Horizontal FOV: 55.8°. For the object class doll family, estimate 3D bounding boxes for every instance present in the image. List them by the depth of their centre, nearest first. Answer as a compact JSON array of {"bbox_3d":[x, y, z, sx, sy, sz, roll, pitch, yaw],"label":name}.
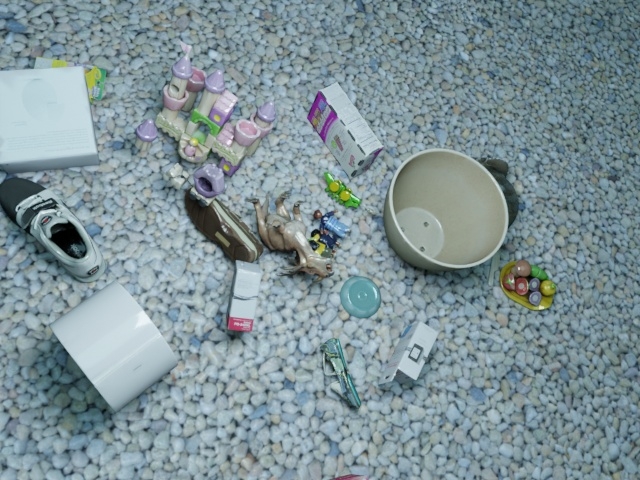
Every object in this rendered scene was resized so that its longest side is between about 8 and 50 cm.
[{"bbox_3d":[0.000,0.000,1.649,0.111,0.076,0.193,31,61,2],"label":"doll family"}]

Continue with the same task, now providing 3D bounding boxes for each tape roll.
[{"bbox_3d":[-0.457,0.234,1.348,0.169,0.246,0.246,-38,84,-24],"label":"tape roll"}]

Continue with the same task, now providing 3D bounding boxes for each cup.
[{"bbox_3d":[0.306,-0.051,1.656,0.331,0.237,0.331,5,70,-13],"label":"cup"}]

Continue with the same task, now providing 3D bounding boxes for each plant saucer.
[{"bbox_3d":[0.113,0.152,1.650,0.119,0.021,0.119,5,70,-13],"label":"plant saucer"}]

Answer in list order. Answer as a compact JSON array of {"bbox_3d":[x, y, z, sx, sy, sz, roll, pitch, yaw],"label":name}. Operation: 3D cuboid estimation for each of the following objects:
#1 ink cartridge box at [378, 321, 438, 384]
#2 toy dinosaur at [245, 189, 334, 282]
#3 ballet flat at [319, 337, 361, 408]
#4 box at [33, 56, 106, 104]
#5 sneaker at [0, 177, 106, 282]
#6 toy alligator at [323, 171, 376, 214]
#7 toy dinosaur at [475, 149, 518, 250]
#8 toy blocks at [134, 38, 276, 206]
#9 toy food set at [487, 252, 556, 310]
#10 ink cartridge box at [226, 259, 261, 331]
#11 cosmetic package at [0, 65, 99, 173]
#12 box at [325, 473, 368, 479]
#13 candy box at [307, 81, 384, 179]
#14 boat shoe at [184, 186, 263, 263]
[{"bbox_3d":[0.228,0.310,1.581,0.060,0.104,0.180,33,67,-3],"label":"ink cartridge box"},{"bbox_3d":[-0.101,-0.008,1.583,0.127,0.200,0.295,-23,36,-26],"label":"toy dinosaur"},{"bbox_3d":[0.047,0.346,1.551,0.070,0.070,0.188,-14,74,-19],"label":"ballet flat"},{"bbox_3d":[-0.676,-0.428,1.631,0.179,0.043,0.105,6,69,-11],"label":"box"},{"bbox_3d":[-0.648,-0.049,1.452,0.330,0.146,0.122,42,68,3],"label":"sneaker"},{"bbox_3d":[0.072,-0.119,1.721,0.189,0.056,0.051,40,108,0],"label":"toy alligator"},{"bbox_3d":[0.527,-0.130,1.808,0.160,0.121,0.313,-18,72,-6],"label":"toy dinosaur"},{"bbox_3d":[-0.284,-0.316,1.533,0.288,0.260,0.309,35,45,-2],"label":"toy blocks"},{"bbox_3d":[0.601,0.116,1.767,0.218,0.071,0.128,26,67,-5],"label":"toy food set"},{"bbox_3d":[-0.190,0.135,1.495,0.063,0.109,0.150,9,99,-12],"label":"ink cartridge box"},{"bbox_3d":[-0.686,-0.297,1.510,0.224,0.138,0.225,-9,86,-18],"label":"cosmetic package"},{"bbox_3d":[-0.012,0.628,1.391,0.257,0.128,0.123,-8,73,-17],"label":"box"},{"bbox_3d":[0.067,-0.310,1.725,0.071,0.159,0.233,-31,82,-21],"label":"candy box"},{"bbox_3d":[-0.251,-0.042,1.597,0.257,0.095,0.095,50,32,6],"label":"boat shoe"}]
